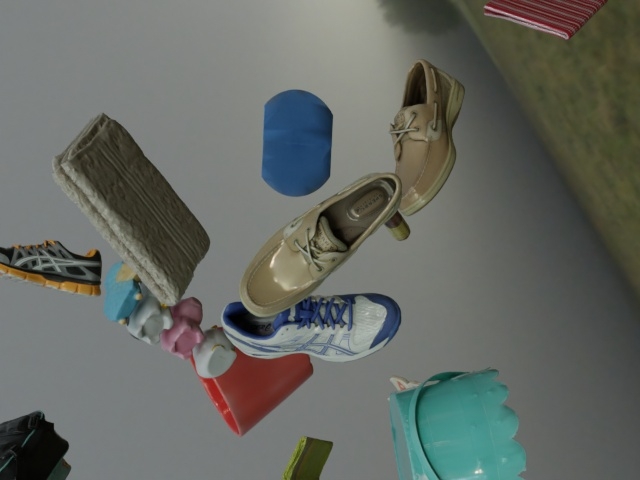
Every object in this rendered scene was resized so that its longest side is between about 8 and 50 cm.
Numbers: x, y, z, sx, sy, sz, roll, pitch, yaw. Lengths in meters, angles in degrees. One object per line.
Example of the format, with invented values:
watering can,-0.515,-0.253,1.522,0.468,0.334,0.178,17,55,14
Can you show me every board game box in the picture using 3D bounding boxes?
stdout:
board game box,-0.044,-0.154,1.631,0.133,0.033,0.168,0,-85,-36

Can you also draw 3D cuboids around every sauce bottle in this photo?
sauce bottle,0.147,-0.042,2.078,0.128,0.042,0.042,52,-168,-56

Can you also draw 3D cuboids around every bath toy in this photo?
bath toy,-0.317,0.173,2.223,0.348,0.151,0.129,42,175,-41

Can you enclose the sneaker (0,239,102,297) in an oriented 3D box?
sneaker,-0.458,0.034,1.678,0.215,0.083,0.084,16,171,-28

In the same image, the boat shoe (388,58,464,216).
boat shoe,0.170,-0.188,1.842,0.110,0.122,0.341,36,-135,-22

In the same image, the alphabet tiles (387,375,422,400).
alphabet tiles,0.259,0.387,2.095,0.284,0.021,0.278,8,139,55

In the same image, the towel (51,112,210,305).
towel,-0.281,-0.047,1.555,0.282,0.049,0.187,53,-153,-19

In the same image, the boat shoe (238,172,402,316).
boat shoe,0.000,0.000,1.552,0.109,0.302,0.098,52,175,2

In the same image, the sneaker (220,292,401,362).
sneaker,-0.019,0.137,1.675,0.131,0.296,0.111,52,-149,-64

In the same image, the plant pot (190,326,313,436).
plant pot,-0.169,0.313,2.574,0.275,0.243,0.275,52,161,26

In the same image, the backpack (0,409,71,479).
backpack,-0.491,0.364,1.579,0.144,0.188,0.166,63,-156,-26

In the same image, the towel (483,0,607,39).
towel,0.485,-0.503,2.198,0.199,0.031,0.275,23,-142,20

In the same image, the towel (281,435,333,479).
towel,-0.022,0.486,2.269,0.021,0.102,0.237,25,175,20

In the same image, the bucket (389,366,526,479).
bucket,0.226,0.357,1.723,0.281,0.183,0.281,171,90,-87
